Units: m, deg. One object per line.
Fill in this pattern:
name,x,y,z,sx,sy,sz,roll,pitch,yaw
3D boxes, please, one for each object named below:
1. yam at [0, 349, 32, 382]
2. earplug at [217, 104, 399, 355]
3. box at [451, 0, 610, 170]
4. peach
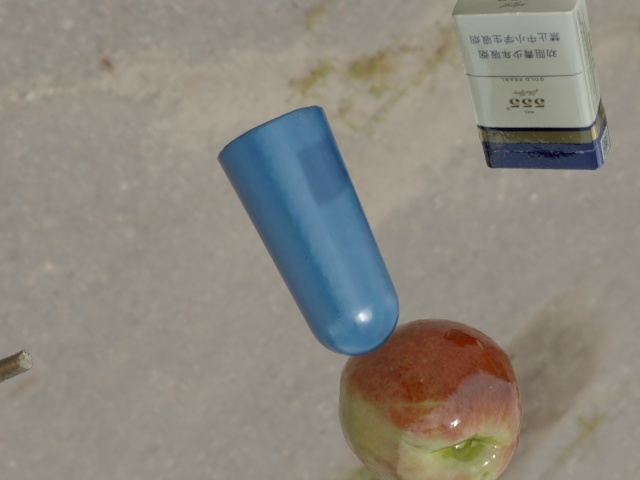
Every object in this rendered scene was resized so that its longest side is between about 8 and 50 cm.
yam,-0.413,0.168,1.986,0.145,0.032,0.032,-21,169,35
earplug,0.000,0.000,1.779,0.132,0.273,0.132,-25,174,-3
box,0.278,-0.208,2.085,0.071,0.168,0.259,-65,148,-42
peach,0.129,0.207,2.025,0.232,0.256,0.232,-12,120,-21
